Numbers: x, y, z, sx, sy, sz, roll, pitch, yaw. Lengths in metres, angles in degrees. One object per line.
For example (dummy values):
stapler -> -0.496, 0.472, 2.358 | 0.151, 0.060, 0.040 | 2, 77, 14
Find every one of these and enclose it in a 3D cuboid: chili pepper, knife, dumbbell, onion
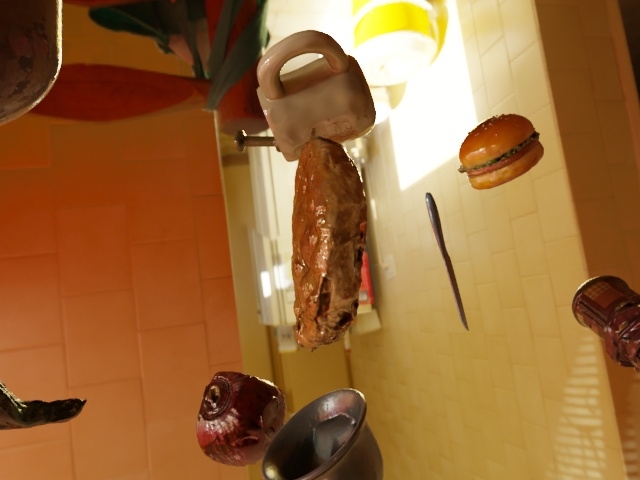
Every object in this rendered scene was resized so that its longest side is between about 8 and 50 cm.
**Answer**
chili pepper -> -0.531, 0.254, 0.871 | 0.065, 0.122, 0.279 | 7, 142, 39
knife -> 0.274, 0.046, 1.117 | 0.019, 0.312, 0.044 | -16, 178, 31
dumbbell -> -0.138, -0.227, 1.188 | 0.118, 0.052, 0.046 | 2, 150, 9
onion -> -0.193, 0.474, 1.338 | 0.206, 0.207, 0.216 | -8, 140, 33

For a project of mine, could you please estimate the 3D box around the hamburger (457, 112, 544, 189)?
hamburger -> 0.499, -0.265, 1.481 | 0.246, 0.170, 0.246 | -29, -166, 8

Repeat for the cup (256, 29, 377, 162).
cup -> -0.017, -0.297, 1.013 | 0.202, 0.173, 0.255 | -22, 127, 5

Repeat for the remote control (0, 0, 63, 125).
remote control -> -0.342, -0.223, 0.440 | 0.221, 0.332, 0.103 | 2, 151, -30

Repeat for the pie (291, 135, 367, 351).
pie -> 0.000, 0.000, 0.832 | 0.083, 0.339, 0.339 | 2, 171, -10

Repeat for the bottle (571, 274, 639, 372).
bottle -> 0.633, 0.187, 1.038 | 0.143, 0.156, 0.271 | -35, -157, 6

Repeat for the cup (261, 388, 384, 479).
cup -> 0.028, 0.361, 0.828 | 0.199, 0.150, 0.199 | -34, -170, 7
